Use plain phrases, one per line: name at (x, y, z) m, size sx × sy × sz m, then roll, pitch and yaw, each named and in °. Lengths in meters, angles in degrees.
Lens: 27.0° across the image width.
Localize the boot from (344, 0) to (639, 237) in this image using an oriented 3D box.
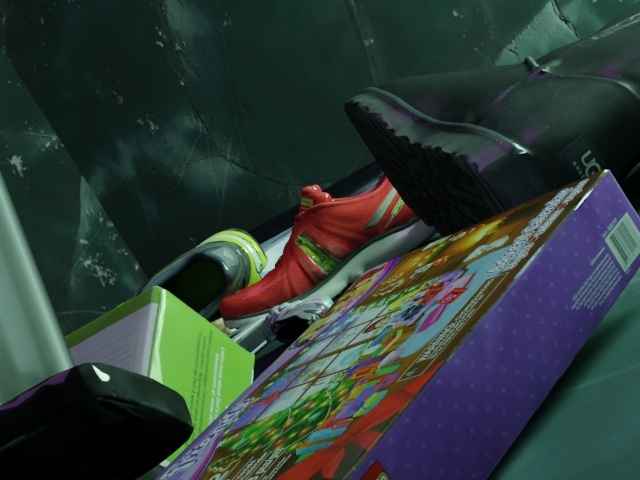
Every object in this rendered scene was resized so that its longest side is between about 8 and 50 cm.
boot at (0.269, -0.171, 1.131) m, size 0.445 × 0.146 × 0.367 m, roll -37°, pitch 24°, yaw -7°

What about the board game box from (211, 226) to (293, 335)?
board game box at (-0.155, 0.093, 1.819) m, size 0.318 × 0.066 × 0.319 m, roll -27°, pitch 6°, yaw 45°

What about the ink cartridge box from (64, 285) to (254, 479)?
ink cartridge box at (-0.145, 0.181, 0.807) m, size 0.189 × 0.097 × 0.255 m, roll -29°, pitch 40°, yaw 28°

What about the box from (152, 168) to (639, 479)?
box at (0.032, 0.080, 0.703) m, size 0.201 × 0.057 × 0.293 m, roll -26°, pitch 12°, yaw 44°

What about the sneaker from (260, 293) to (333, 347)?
sneaker at (-0.037, 0.087, 1.309) m, size 0.098 × 0.038 × 0.069 m, roll -28°, pitch 5°, yaw 40°

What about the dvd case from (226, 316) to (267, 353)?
dvd case at (-0.174, 0.170, 1.390) m, size 0.179 × 0.029 × 0.239 m, roll -28°, pitch 5°, yaw 41°

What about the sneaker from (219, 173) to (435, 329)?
sneaker at (0.000, 0.000, 1.472) m, size 0.279 × 0.118 × 0.107 m, roll -32°, pitch 4°, yaw 6°

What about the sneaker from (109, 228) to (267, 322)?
sneaker at (-0.198, 0.096, 1.541) m, size 0.300 × 0.111 × 0.121 m, roll -44°, pitch -8°, yaw 7°

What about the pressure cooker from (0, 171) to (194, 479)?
pressure cooker at (-0.277, 0.110, 0.536) m, size 0.375 × 0.420 × 0.370 m, roll -10°, pitch -29°, yaw -33°
